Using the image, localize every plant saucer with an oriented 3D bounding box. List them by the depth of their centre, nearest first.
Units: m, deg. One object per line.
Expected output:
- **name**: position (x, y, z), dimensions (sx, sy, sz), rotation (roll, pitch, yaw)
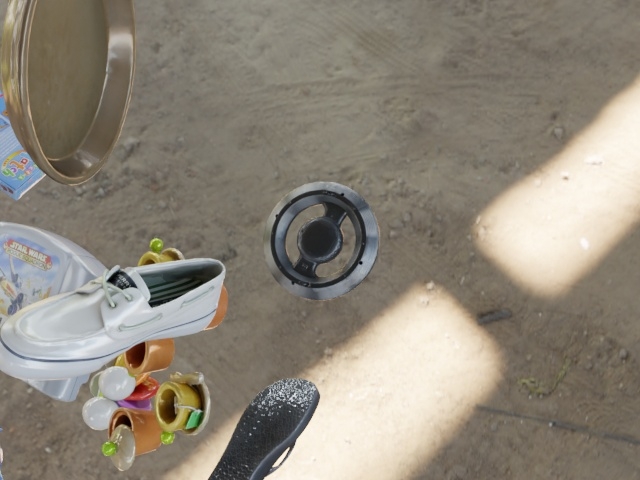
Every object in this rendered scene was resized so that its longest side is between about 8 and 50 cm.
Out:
- **plant saucer**: position (-0.271, -0.200, 0.855), dimensions (0.041, 0.278, 0.278), rotation (9, 54, 6)

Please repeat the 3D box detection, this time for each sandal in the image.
- **sandal**: position (-0.091, 0.308, 1.130), dimensions (0.097, 0.054, 0.254), rotation (26, 73, 40)

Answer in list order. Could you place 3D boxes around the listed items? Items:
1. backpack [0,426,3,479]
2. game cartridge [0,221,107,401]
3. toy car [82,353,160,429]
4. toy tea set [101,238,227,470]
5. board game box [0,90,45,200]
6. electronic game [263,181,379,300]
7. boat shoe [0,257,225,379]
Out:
- **backpack**: position (-0.591, 0.348, 1.262), dimensions (0.158, 0.173, 0.117), rotation (-24, 23, 7)
- **game cartridge**: position (-0.419, 0.082, 1.107), dimensions (0.297, 0.062, 0.198), rotation (18, 92, 32)
- **toy car**: position (-0.420, 0.322, 1.672), dimensions (0.136, 0.182, 0.159), rotation (26, 16, -17)
- **toy tea set**: position (-0.245, 0.168, 1.097), dimensions (0.200, 0.124, 0.336), rotation (10, 92, 46)
- **board game box**: position (-0.599, -0.190, 1.459), dimensions (0.211, 0.039, 0.160), rotation (34, 53, 4)
- **electronic game**: position (0.000, 0.000, 1.483), dimensions (0.229, 0.048, 0.229), rotation (-3, 80, 15)
- **boat shoe**: position (-0.182, 0.055, 0.699), dimensions (0.083, 0.076, 0.226), rotation (41, 32, 24)
